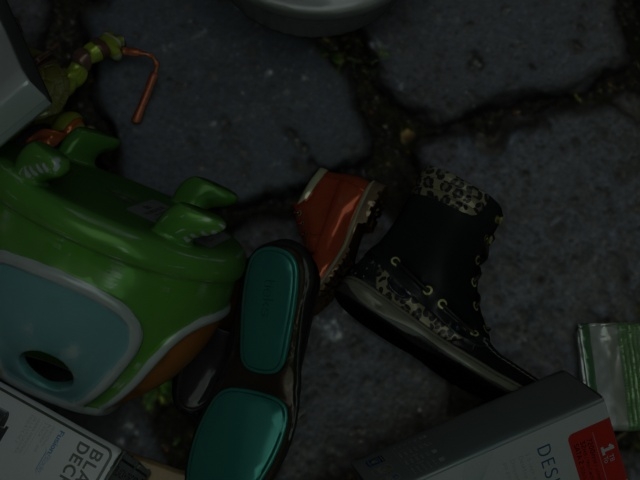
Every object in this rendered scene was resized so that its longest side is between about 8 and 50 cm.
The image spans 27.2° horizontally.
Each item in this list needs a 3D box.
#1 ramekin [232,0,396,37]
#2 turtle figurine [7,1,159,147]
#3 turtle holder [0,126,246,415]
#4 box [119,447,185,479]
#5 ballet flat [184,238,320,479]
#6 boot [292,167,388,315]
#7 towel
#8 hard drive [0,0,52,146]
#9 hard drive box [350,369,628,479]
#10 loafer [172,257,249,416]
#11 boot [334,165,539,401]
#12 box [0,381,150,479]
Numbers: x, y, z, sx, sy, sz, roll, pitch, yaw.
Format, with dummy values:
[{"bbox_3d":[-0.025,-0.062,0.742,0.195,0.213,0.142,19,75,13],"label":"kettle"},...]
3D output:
[{"bbox_3d":[-0.005,-0.340,1.393,0.273,0.127,0.272,1,77,-4],"label":"ramekin"},{"bbox_3d":[-0.316,-0.156,1.343,0.217,0.087,0.269,45,77,6],"label":"turtle figurine"},{"bbox_3d":[-0.241,0.023,1.225,0.320,0.243,0.227,18,102,-23],"label":"turtle holder"},{"bbox_3d":[-0.177,0.296,1.280,0.201,0.021,0.164,19,76,0],"label":"box"},{"bbox_3d":[-0.052,0.139,1.277,0.095,0.096,0.280,17,89,19],"label":"ballet flat"},{"bbox_3d":[0.000,0.000,1.354,0.085,0.059,0.158,23,75,14],"label":"boot"},{"bbox_3d":[0.340,0.140,1.364,0.152,0.023,0.113,-1,79,-7],"label":"towel"},{"bbox_3d":[-0.420,-0.086,1.228,0.353,0.047,0.233,-38,44,5],"label":"hard drive"},{"bbox_3d":[0.170,0.255,1.251,0.232,0.089,0.181,-23,106,-10],"label":"hard drive box"},{"bbox_3d":[-0.103,0.093,1.314,0.062,0.061,0.170,20,76,-1],"label":"loafer"},{"bbox_3d":[0.155,0.048,1.337,0.236,0.085,0.178,32,73,2],"label":"boot"},{"bbox_3d":[-0.310,0.171,1.209,0.290,0.169,0.087,27,76,7],"label":"box"}]
